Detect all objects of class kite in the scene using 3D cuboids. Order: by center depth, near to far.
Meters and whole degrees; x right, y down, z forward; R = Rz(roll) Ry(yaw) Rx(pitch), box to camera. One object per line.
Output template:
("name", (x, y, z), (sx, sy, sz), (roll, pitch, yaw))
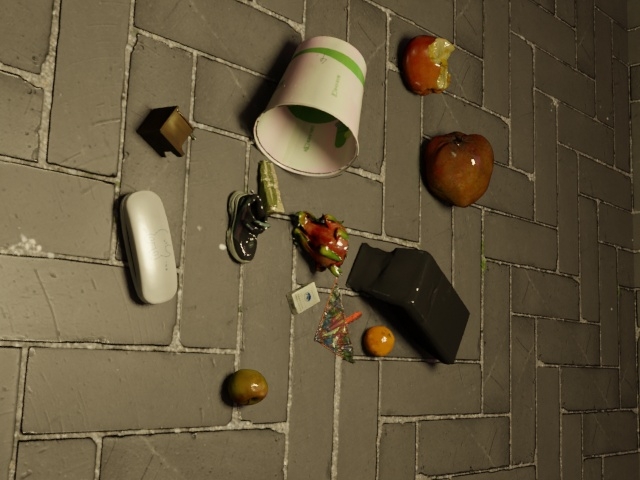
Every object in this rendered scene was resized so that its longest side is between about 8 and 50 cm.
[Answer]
("kite", (0.047, 0.215, 2.013), (0.189, 0.009, 0.232), (-21, 101, -45))

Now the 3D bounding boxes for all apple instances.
("apple", (-0.160, 0.325, 1.732), (0.089, 0.089, 0.074), (25, 56, -41))
("apple", (0.308, -0.506, 2.273), (0.156, 0.147, 0.158), (26, 74, -76))

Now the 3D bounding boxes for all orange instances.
("orange", (0.155, 0.265, 2.069), (0.083, 0.083, 0.084), (7, 81, -45))

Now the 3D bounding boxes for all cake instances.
("cake", (-0.127, -0.122, 1.866), (0.051, 0.055, 0.140), (8, 62, -43))

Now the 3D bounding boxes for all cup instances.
("cup", (-0.009, -0.329, 1.874), (0.253, 0.253, 0.274), (40, 50, -35))

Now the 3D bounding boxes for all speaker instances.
("speaker", (0.252, 0.170, 2.154), (0.388, 0.184, 0.180), (51, 53, -42))

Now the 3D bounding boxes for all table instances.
("table", (-0.319, -0.226, 1.642), (0.082, 0.083, 0.070), (52, 55, -37))

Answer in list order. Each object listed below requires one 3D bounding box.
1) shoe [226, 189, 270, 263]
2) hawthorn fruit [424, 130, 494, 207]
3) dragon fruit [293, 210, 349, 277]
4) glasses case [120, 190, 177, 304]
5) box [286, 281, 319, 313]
("shoe", (-0.156, -0.034, 1.772), (0.071, 0.099, 0.169), (4, 83, -48))
("hawthorn fruit", (0.408, -0.198, 2.315), (0.208, 0.208, 0.248), (-46, 142, -38))
("dragon fruit", (0.000, 0.000, 1.928), (0.175, 0.138, 0.142), (31, 19, -7))
("glasses case", (-0.350, 0.014, 1.596), (0.092, 0.059, 0.233), (-12, 93, -44))
("box", (-0.042, 0.141, 1.921), (0.083, 0.024, 0.054), (-27, 103, -43))
